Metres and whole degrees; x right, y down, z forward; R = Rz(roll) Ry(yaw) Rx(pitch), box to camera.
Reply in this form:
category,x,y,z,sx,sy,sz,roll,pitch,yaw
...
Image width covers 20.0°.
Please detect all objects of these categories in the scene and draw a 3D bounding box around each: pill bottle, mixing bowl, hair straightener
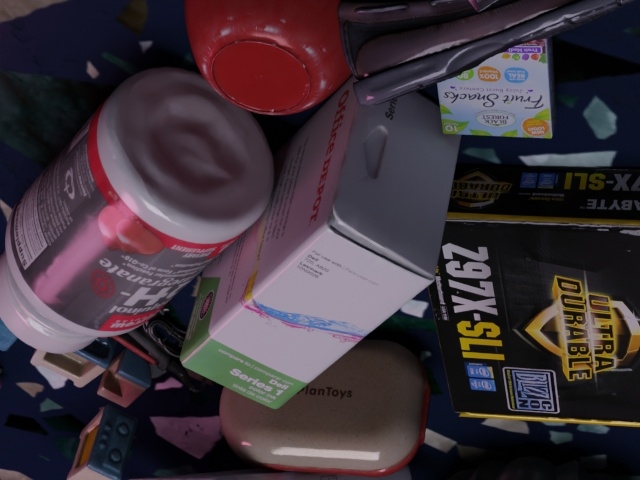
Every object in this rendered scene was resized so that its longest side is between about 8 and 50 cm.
category,x,y,z,sx,sy,sz,roll,pitch,yaw
pill bottle,-0.195,-0.015,1.746,0.176,0.176,0.318,29,139,-18
mixing bowl,-0.041,-0.173,1.567,0.181,0.098,0.181,8,142,7
hair straightener,-0.196,0.097,1.986,0.089,0.047,0.230,-20,131,36

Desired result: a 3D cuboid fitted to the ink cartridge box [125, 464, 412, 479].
category,x,y,z,sx,sy,sz,roll,pitch,yaw
ink cartridge box,-0.135,0.301,2.093,0.385,0.091,0.308,-4,176,44

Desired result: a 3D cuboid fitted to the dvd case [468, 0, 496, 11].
category,x,y,z,sx,sy,sz,roll,pitch,yaw
dvd case,0.115,-0.299,1.355,0.164,0.018,0.221,-30,99,42

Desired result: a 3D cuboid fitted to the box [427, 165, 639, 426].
category,x,y,z,sx,sy,sz,roll,pitch,yaw
box,0.241,0.060,1.783,0.257,0.079,0.322,4,141,16

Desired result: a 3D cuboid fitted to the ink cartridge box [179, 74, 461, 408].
category,x,y,z,sx,sy,sz,roll,pitch,yaw
ink cartridge box,0.000,0.000,1.682,0.117,0.201,0.278,28,139,-18

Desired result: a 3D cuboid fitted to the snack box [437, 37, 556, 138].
category,x,y,z,sx,sy,sz,roll,pitch,yaw
snack box,0.152,-0.151,1.581,0.100,0.037,0.141,4,139,14

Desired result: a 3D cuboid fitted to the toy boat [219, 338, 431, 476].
category,x,y,z,sx,sy,sz,roll,pitch,yaw
toy boat,0.009,0.193,1.970,0.231,0.151,0.151,3,151,15

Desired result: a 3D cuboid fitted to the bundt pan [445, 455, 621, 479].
category,x,y,z,sx,sy,sz,roll,pitch,yaw
bundt pan,0.257,0.360,2.107,0.330,0.124,0.331,8,142,7

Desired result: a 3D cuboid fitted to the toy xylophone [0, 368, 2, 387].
category,x,y,z,sx,sy,sz,roll,pitch,yaw
toy xylophone,-0.509,0.122,2.083,0.322,0.081,0.236,38,123,-24

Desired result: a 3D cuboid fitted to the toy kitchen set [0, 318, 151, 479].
category,x,y,z,sx,sy,sz,roll,pitch,yaw
toy kitchen set,-0.287,0.151,1.985,0.207,0.166,0.122,28,140,-17

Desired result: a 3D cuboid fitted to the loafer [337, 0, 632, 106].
category,x,y,z,sx,sy,sz,roll,pitch,yaw
loafer,0.150,-0.200,1.461,0.302,0.109,0.095,-21,92,20
